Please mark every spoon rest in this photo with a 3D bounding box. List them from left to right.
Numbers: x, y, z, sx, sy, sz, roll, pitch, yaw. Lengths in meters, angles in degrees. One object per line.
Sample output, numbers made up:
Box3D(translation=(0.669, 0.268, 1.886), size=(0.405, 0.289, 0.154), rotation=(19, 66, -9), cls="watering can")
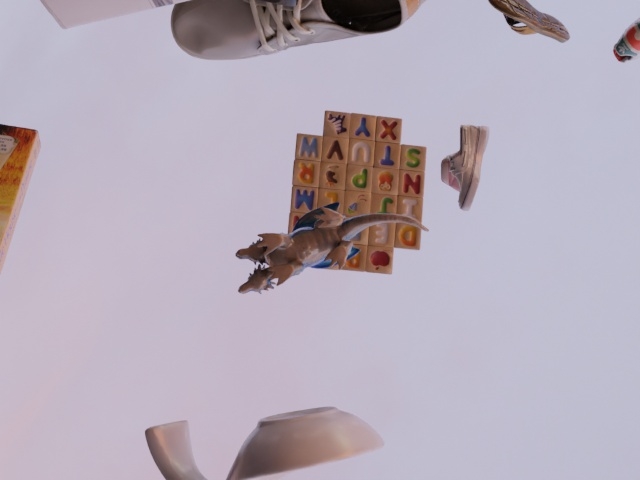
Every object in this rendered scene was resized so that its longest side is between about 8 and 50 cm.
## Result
Box3D(translation=(-0.059, 0.208, 0.856), size=(0.276, 0.137, 0.084), rotation=(-13, -97, 43), cls="spoon rest")

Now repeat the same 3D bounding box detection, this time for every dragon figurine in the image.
Box3D(translation=(0.000, 0.000, 1.237), size=(0.289, 0.144, 0.085), rotation=(-23, -88, 10), cls="dragon figurine")

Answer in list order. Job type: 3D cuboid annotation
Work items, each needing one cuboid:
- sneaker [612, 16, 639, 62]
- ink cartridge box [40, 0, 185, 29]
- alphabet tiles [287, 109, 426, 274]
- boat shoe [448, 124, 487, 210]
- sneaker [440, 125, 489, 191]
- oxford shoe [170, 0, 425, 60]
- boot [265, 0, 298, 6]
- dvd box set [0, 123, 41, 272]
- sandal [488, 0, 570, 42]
Box3D(translation=(0.501, -0.320, 1.436), size=(0.075, 0.161, 0.057), rotation=(-33, -92, 24), cls="sneaker")
Box3D(translation=(-0.106, -0.257, 0.675), size=(0.218, 0.092, 0.158), rotation=(-5, -131, 20), cls="ink cartridge box")
Box3D(translation=(0.080, -0.103, 1.916), size=(0.011, 0.285, 0.342), rotation=(137, -42, -79), cls="alphabet tiles")
Box3D(translation=(0.154, -0.080, 0.971), size=(0.035, 0.035, 0.100), rotation=(12, -105, 0), cls="boat shoe")
Box3D(translation=(0.260, -0.156, 1.656), size=(0.070, 0.051, 0.134), rotation=(26, -63, 21), cls="sneaker")
Box3D(translation=(-0.046, -0.359, 1.368), size=(0.450, 0.169, 0.130), rotation=(-5, -142, 25), cls="oxford shoe")
Box3D(translation=(-0.042, -0.389, 1.160), size=(0.198, 0.077, 0.137), rotation=(-109, -151, -62), cls="boot")
Box3D(translation=(-0.695, -0.046, 1.580), size=(0.062, 0.308, 0.420), rotation=(105, -8, -54), cls="dvd box set")
Box3D(translation=(0.383, -0.409, 1.682), size=(0.049, 0.180, 0.072), rotation=(-51, -157, 42), cls="sandal")
